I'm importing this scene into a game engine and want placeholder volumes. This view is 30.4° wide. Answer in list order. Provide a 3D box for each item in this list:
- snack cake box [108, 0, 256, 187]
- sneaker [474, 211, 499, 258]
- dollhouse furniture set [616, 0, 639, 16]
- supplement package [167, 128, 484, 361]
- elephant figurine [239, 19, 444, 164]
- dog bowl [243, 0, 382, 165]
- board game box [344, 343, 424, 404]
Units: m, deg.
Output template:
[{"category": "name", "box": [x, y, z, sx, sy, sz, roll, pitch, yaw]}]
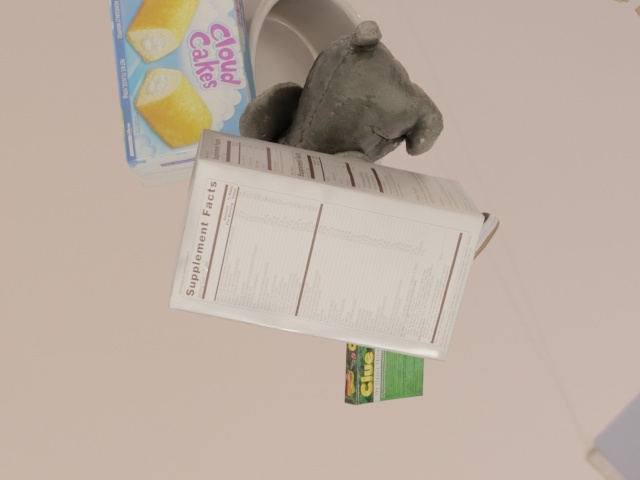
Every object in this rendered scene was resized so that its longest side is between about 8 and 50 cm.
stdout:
[{"category": "snack cake box", "box": [-0.160, -0.209, 1.403, 0.152, 0.089, 0.264, -11, -110, 4]}, {"category": "sneaker", "box": [0.128, 0.006, 1.801, 0.153, 0.282, 0.099, 49, -147, -6]}, {"category": "dollhouse furniture set", "box": [0.377, -0.263, 1.196, 0.161, 0.101, 0.182, 40, -157, 24]}, {"category": "supplement package", "box": [0.000, 0.000, 1.035, 0.244, 0.139, 0.134, 12, -165, -7]}, {"category": "elephant figurine", "box": [-0.002, -0.087, 1.214, 0.186, 0.239, 0.169, 47, 178, -22]}, {"category": "dog bowl", "box": [-0.032, -0.195, 1.605, 0.349, 0.102, 0.348, 11, -104, -51]}, {"category": "board game box", "box": [0.093, 0.090, 1.618, 0.136, 0.259, 0.030, 0, -176, -45]}]
